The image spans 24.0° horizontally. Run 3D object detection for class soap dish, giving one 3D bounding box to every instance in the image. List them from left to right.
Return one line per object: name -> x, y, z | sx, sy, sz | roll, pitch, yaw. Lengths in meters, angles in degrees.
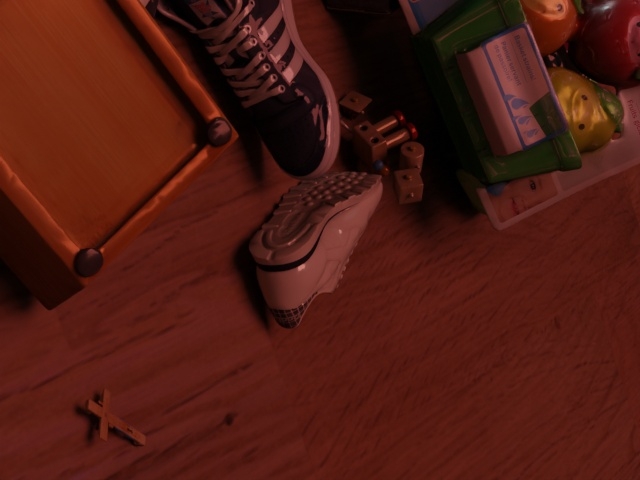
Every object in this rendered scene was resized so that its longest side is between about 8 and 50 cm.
soap dish -> -0.217, -0.117, 1.221 | 0.229, 0.118, 0.291 | -45, 118, -17

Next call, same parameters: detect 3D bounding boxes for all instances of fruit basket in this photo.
fruit basket -> 0.301, -0.224, 1.753 | 0.165, 0.353, 0.327 | -113, 180, -77

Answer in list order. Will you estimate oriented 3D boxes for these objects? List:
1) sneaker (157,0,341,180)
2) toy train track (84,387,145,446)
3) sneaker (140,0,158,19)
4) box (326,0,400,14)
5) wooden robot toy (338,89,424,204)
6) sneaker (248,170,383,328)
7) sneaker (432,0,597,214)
sneaker -> -0.078, -0.194, 1.534 | 0.153, 0.099, 0.282 | -3, 73, -60
toy train track -> -0.184, 0.162, 1.330 | 0.083, 0.014, 0.048 | 43, 38, -46
sneaker -> -0.177, -0.185, 1.397 | 0.235, 0.094, 0.153 | 52, 48, -14
box -> 0.094, -0.507, 1.783 | 0.318, 0.097, 0.395 | -45, 138, -51
wooden robot toy -> 0.073, -0.095, 1.731 | 0.076, 0.173, 0.079 | -22, 141, -21
sneaker -> 0.000, 0.000, 1.604 | 0.235, 0.090, 0.095 | -44, 127, -48
sneaker -> 0.271, -0.269, 1.954 | 0.202, 0.185, 0.483 | 38, 57, -35
